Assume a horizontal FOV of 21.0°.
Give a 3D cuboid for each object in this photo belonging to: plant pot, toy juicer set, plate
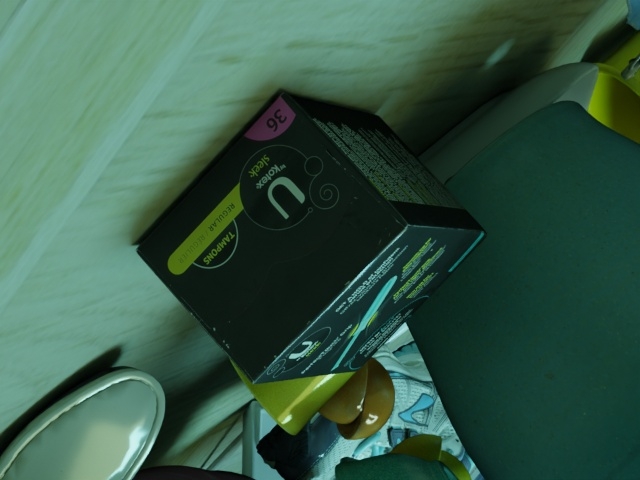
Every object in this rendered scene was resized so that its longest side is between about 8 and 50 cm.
[{"bbox_3d":[0.186,0.056,1.124,0.272,0.255,0.271,-38,165,-12],"label":"plant pot"},{"bbox_3d":[0.066,0.194,1.107,0.089,0.329,0.209,-39,167,4],"label":"toy juicer set"},{"bbox_3d":[0.074,-0.004,1.256,0.278,0.045,0.277,-39,164,-11],"label":"plate"}]

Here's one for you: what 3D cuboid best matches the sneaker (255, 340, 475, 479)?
[{"bbox_3d":[0.058,0.150,1.327,0.110,0.122,0.283,-46,165,21],"label":"sneaker"}]

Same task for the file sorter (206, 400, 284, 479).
[{"bbox_3d":[-0.008,0.311,1.398,0.193,0.277,0.173,18,136,-22],"label":"file sorter"}]

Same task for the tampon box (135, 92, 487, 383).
[{"bbox_3d":[0.000,0.000,0.956,0.120,0.101,0.161,-46,164,13],"label":"tampon box"}]

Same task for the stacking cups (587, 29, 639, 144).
[{"bbox_3d":[0.336,-0.193,1.330,0.316,0.096,0.096,-42,166,-15],"label":"stacking cups"}]

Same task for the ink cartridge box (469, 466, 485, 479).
[{"bbox_3d":[0.114,0.230,1.706,0.093,0.212,0.154,-35,164,-28],"label":"ink cartridge box"}]

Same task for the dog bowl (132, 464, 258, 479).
[{"bbox_3d":[-0.109,0.331,1.152,0.408,0.408,0.150,-45,125,13],"label":"dog bowl"}]

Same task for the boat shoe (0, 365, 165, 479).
[{"bbox_3d":[-0.179,0.148,1.047,0.206,0.075,0.065,-48,-151,1],"label":"boat shoe"}]

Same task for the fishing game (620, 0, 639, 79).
[{"bbox_3d":[0.245,-0.219,1.096,0.189,0.041,0.264,-48,161,-10],"label":"fishing game"}]
